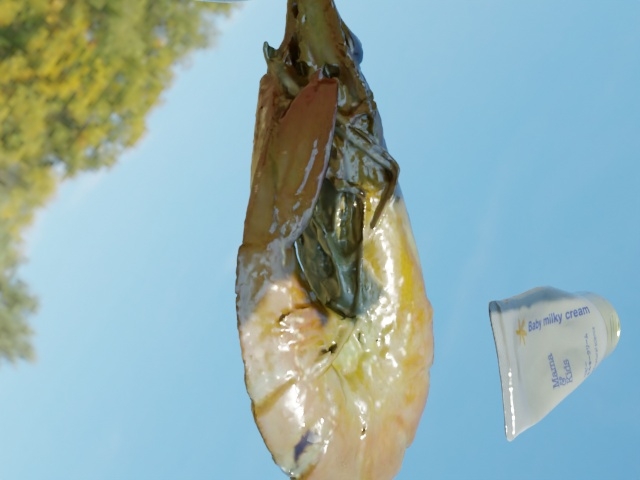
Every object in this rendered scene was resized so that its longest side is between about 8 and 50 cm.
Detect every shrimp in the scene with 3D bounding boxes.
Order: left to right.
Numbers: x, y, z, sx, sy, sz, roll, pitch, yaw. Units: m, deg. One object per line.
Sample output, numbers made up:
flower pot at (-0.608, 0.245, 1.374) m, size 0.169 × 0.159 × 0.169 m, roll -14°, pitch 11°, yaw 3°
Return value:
shrimp at (0.001, 0.000, 0.706) m, size 0.061 × 0.145 × 0.267 m, roll 3°, pitch -82°, yaw 38°

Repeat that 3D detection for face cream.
face cream at (0.197, 0.094, 1.233) m, size 0.070 × 0.114 × 0.224 m, roll -7°, pitch -178°, yaw 27°

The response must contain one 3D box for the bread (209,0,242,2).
bread at (-0.084, -0.276, 1.033) m, size 0.213 × 0.213 × 0.104 m, roll -60°, pitch -167°, yaw -18°
